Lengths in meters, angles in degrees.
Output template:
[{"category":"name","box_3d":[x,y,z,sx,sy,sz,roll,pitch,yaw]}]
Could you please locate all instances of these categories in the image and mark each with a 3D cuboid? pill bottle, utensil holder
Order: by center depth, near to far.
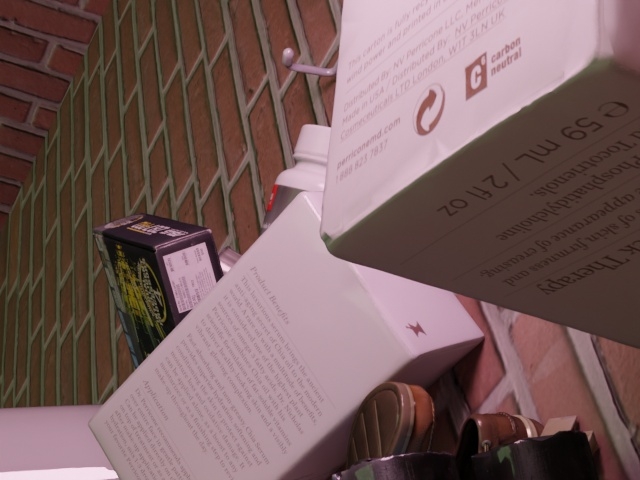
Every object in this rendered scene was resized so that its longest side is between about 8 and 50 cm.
[{"category":"pill bottle","box_3d":[0.000,0.000,1.724,0.161,0.161,0.283,11,84,66]},{"category":"utensil holder","box_3d":[-0.470,0.421,2.080,0.327,0.386,0.327,180,90,-77]}]

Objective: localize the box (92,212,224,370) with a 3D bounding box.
[{"category":"box","box_3d":[-0.194,0.164,1.879,0.318,0.097,0.394,16,124,66]}]

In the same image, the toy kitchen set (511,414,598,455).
[{"category":"toy kitchen set","box_3d":[0.233,0.219,1.257,0.083,0.075,0.068,-13,15,27]}]

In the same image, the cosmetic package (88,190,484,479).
[{"category":"cosmetic package","box_3d":[-0.053,0.168,1.541,0.453,0.161,0.230,-45,68,30]}]

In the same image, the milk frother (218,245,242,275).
[{"category":"milk frother","box_3d":[-0.113,0.107,1.897,0.143,0.135,0.129,-57,-11,-21]}]

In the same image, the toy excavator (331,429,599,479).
[{"category":"toy excavator","box_3d":[0.001,0.349,1.184,0.445,0.433,0.222,-41,56,55]}]

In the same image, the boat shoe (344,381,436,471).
[{"category":"boat shoe","box_3d":[0.081,0.255,1.384,0.307,0.104,0.110,109,163,-46]}]

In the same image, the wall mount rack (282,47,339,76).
[{"category":"wall mount rack","box_3d":[0.024,-0.412,1.931,0.304,0.131,0.350,120,156,-59]}]

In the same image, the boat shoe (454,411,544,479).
[{"category":"boat shoe","box_3d":[0.140,0.291,1.316,0.095,0.095,0.257,22,95,66]}]

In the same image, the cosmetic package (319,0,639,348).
[{"category":"cosmetic package","box_3d":[0.257,-0.134,0.980,0.329,0.394,0.327,-35,43,54]}]
